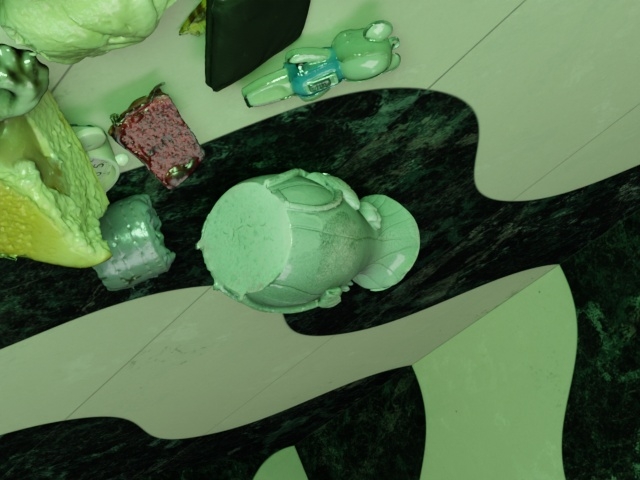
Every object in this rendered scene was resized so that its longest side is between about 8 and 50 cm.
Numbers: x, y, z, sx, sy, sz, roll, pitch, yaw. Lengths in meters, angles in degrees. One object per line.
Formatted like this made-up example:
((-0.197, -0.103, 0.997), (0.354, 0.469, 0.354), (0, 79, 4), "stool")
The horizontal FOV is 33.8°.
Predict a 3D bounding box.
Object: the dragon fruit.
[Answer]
((-0.232, -0.154, 1.462), (0.102, 0.096, 0.147), (-34, 128, -1), "dragon fruit")

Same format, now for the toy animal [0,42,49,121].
((-0.465, -0.156, 1.038), (0.302, 0.194, 0.344), (-26, 157, 15), "toy animal")

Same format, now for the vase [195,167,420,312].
((0.000, 0.000, 1.888), (0.250, 0.250, 0.445), (-36, 160, 28), "vase")

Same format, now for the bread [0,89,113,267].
((-0.397, -0.056, 1.297), (0.211, 0.184, 0.224), (-21, 131, 12), "bread")

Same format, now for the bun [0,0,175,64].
((-0.216, -0.259, 1.060), (0.220, 0.134, 0.220), (-43, -166, 13), "bun")

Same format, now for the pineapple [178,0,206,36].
((-0.141, -0.284, 1.326), (0.045, 0.019, 0.083), (3, 148, -39), "pineapple")

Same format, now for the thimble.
((-0.307, 0.004, 1.686), (0.118, 0.127, 0.151), (-22, 164, -2), "thimble")

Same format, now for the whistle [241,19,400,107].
((0.000, -0.246, 1.501), (0.235, 0.077, 0.114), (-19, 150, 4), "whistle")

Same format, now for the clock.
((-0.360, -0.101, 1.475), (0.155, 0.063, 0.229), (-11, 158, -38), "clock")

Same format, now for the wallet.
((-0.077, -0.287, 1.323), (0.168, 0.052, 0.245), (-36, 167, -19), "wallet")
